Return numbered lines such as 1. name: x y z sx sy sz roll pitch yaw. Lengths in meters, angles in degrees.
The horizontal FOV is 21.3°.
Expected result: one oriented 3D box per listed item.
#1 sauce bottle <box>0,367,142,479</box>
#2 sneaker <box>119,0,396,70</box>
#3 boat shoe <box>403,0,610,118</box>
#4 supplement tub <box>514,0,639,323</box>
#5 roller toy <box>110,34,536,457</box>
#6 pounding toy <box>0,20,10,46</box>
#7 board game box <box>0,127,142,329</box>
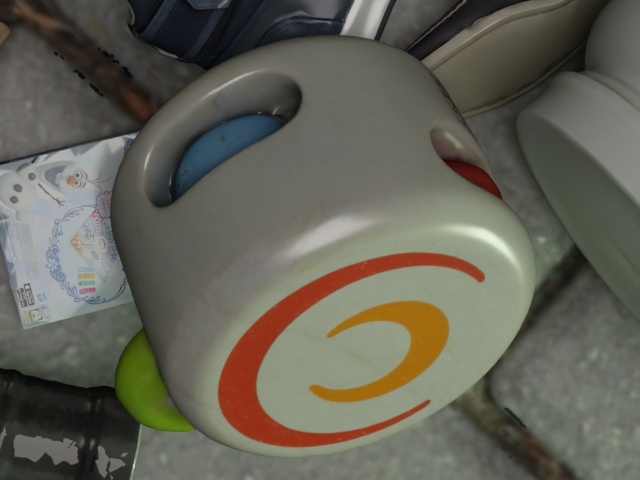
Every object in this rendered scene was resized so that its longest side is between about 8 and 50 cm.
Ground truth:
1. sauce bottle: -0.262 0.075 0.854 0.344 0.111 0.111 12 95 -11
2. sneaker: -0.022 -0.189 0.878 0.163 0.086 0.226 24 93 -15
3. boat shoe: 0.118 -0.139 0.936 0.206 0.075 0.065 -34 59 0
4. supplement tub: 0.282 -0.084 0.876 0.316 0.228 0.228 -37 102 -4
5. roller toy: 0.000 0.000 0.849 0.209 0.146 0.191 -5 139 -24
6. pounding toy: -0.228 -0.046 0.842 0.100 0.141 0.130 20 113 -13
7. board game box: -0.128 -0.006 0.915 0.090 0.020 0.090 -14 99 -8
